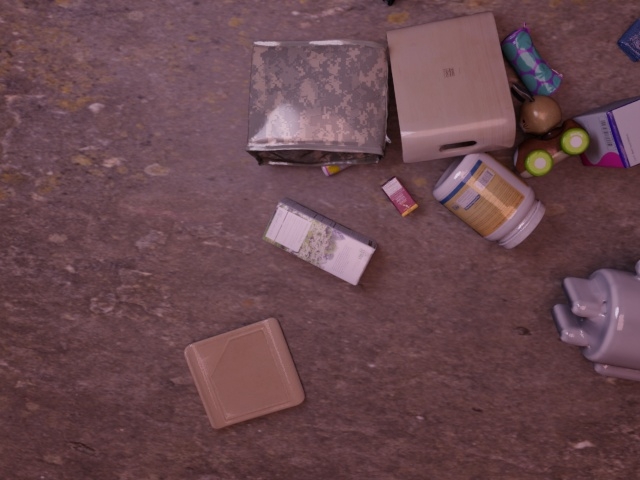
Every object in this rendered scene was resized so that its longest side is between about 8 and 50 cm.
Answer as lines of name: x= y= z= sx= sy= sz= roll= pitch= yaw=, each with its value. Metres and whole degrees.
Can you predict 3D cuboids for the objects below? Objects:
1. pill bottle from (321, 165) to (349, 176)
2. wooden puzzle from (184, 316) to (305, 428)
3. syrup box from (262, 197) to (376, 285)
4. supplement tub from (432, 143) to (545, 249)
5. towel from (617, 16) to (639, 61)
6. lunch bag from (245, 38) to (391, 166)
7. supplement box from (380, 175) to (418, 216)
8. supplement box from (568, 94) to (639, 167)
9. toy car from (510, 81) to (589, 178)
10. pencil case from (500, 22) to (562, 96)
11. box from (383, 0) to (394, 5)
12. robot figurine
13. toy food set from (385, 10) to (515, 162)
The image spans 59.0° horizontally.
pill bottle: x=0.042 y=-0.178 z=1.258 sx=0.083 sy=0.043 sz=0.044 roll=-25 pitch=95 yaw=8
wooden puzzle: x=-0.181 y=0.318 z=1.359 sx=0.238 sy=0.044 sz=0.221 roll=-19 pitch=96 yaw=3
syrup box: x=0.000 y=0.000 z=1.262 sx=0.236 sy=0.096 sz=0.093 roll=26 pitch=102 yaw=1
supplement tub: x=0.353 y=-0.090 z=1.190 sx=0.199 sy=0.144 sz=0.144 roll=39 pitch=100 yaw=-1
towel: x=0.678 y=-0.434 z=1.165 sx=0.067 sy=0.029 sz=0.119 roll=42 pitch=100 yaw=-1
lunch bag: x=0.004 y=-0.279 z=1.168 sx=0.286 sy=0.169 sz=0.236 roll=2 pitch=85 yaw=7
supplement box: x=0.174 y=-0.098 z=1.251 sx=0.043 sy=0.055 sz=0.083 roll=-37 pitch=93 yaw=9
supplement box: x=0.590 y=-0.214 z=1.111 sx=0.113 sy=0.220 sz=0.111 roll=-21 pitch=97 yaw=7
toy car: x=0.436 y=-0.236 z=1.156 sx=0.148 sy=0.155 sz=0.189 roll=-32 pitch=88 yaw=15
pencil case: x=0.440 y=-0.370 z=1.179 sx=0.070 sy=0.064 sz=0.152 roll=-35 pitch=95 yaw=29
box: x=0.107 y=-0.563 z=1.124 sx=0.147 sy=0.180 sz=0.078 roll=38 pitch=102 yaw=0
robot figurine: x=0.676 y=0.169 z=1.169 sx=0.353 sy=0.200 sz=0.300 roll=10 pitch=123 yaw=4
toy food set: x=0.259 y=-0.318 z=1.158 sx=0.219 sy=0.092 sz=0.307 roll=-8 pitch=71 yaw=7
